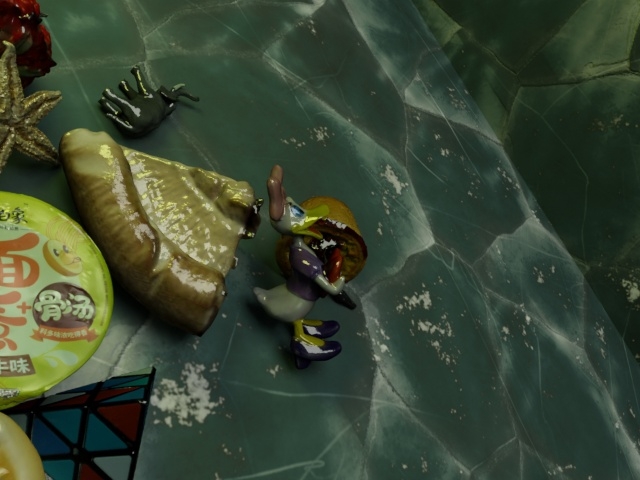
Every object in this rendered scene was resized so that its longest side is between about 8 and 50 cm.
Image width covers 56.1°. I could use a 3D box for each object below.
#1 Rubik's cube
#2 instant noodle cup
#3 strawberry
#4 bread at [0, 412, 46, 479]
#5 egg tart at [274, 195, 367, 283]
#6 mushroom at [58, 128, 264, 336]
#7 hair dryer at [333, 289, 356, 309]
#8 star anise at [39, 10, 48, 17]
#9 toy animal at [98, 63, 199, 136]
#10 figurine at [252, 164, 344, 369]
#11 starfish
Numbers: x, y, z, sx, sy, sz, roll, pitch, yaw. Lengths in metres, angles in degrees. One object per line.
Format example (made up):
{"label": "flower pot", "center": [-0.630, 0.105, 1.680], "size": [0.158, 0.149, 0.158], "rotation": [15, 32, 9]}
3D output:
{"label": "Rubik's cube", "center": [-0.387, 0.277, 0.917], "size": [0.234, 0.250, 0.284], "rotation": [12, 59, -12]}
{"label": "instant noodle cup", "center": [-0.489, 0.113, 0.881], "size": [0.311, 0.221, 0.311], "rotation": [21, 51, -29]}
{"label": "strawberry", "center": [-0.626, -0.395, 1.076], "size": [0.261, 0.261, 0.258], "rotation": [-5, 64, -43]}
{"label": "bread", "center": [-0.538, 0.336, 0.659], "size": [0.424, 0.245, 0.329], "rotation": [-18, 116, -44]}
{"label": "egg tart", "center": [0.000, 0.000, 1.415], "size": [0.215, 0.215, 0.171], "rotation": [31, 32, -23]}
{"label": "mushroom", "center": [-0.341, -0.027, 1.151], "size": [0.397, 0.224, 0.314], "rotation": [25, 67, -12]}
{"label": "hair dryer", "center": [0.060, 0.125, 1.504], "size": [0.079, 0.031, 0.083], "rotation": [40, 35, -29]}
{"label": "star anise", "center": [-0.643, -0.491, 1.264], "size": [0.129, 0.056, 0.124], "rotation": [8, 58, -38]}
{"label": "toy animal", "center": [-0.393, -0.323, 1.360], "size": [0.137, 0.082, 0.269], "rotation": [48, 39, -10]}
{"label": "figurine", "center": [-0.047, 0.059, 1.267], "size": [0.193, 0.421, 0.154], "rotation": [1, 17, -2]}
{"label": "starfish", "center": [-0.537, -0.191, 1.074], "size": [0.048, 0.295, 0.231], "rotation": [16, 7, 17]}
